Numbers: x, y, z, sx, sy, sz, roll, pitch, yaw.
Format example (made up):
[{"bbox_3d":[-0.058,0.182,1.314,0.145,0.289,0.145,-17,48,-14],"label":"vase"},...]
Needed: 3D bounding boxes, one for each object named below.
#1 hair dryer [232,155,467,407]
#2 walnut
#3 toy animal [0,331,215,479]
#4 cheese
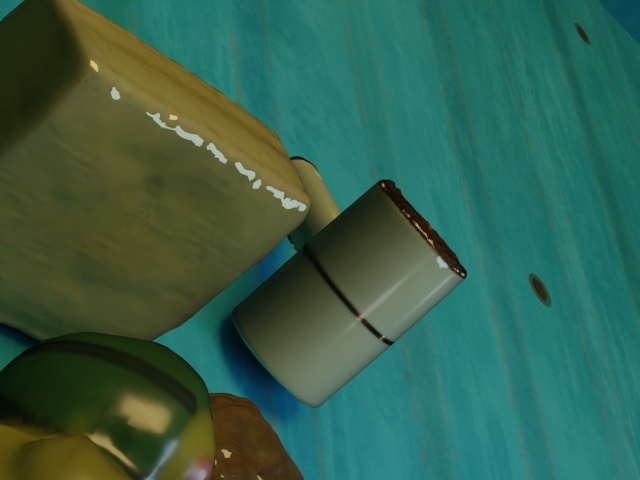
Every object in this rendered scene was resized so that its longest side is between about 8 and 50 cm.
[{"bbox_3d":[0.000,0.000,1.747,0.128,0.203,0.362,44,8,-28],"label":"hair dryer"},{"bbox_3d":[-0.096,0.204,1.330,0.204,0.141,0.238,28,34,-41],"label":"walnut"},{"bbox_3d":[-0.188,0.182,1.100,0.191,0.216,0.338,25,36,6],"label":"toy animal"},{"bbox_3d":[-0.183,-0.038,1.324,0.265,0.242,0.124,31,26,-46],"label":"cheese"}]
